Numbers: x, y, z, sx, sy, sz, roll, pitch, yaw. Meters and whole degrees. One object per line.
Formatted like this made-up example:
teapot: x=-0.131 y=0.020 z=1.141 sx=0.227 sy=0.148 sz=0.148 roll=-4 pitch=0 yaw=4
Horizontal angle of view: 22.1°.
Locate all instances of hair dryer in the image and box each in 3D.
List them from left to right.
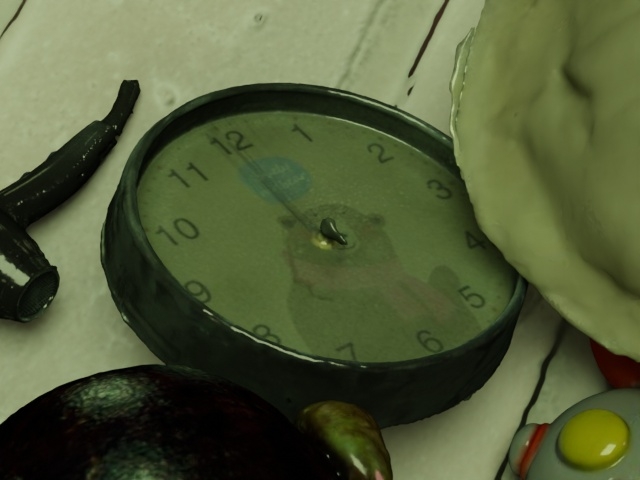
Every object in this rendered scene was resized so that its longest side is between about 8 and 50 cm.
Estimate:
hair dryer: x=-0.211 y=-0.054 z=1.144 sx=0.195 sy=0.075 sz=0.219 roll=33 pitch=57 yaw=23

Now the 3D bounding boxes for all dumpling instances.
dumpling: x=0.227 y=-0.108 z=1.014 sx=0.315 sy=0.233 sz=0.395 roll=1 pitch=79 yaw=21

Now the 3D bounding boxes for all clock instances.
clock: x=0.000 y=0.000 z=1.062 sx=0.280 sy=0.055 sz=0.281 roll=10 pitch=42 yaw=-9

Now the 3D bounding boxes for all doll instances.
doll: x=0.228 y=0.110 z=1.046 sx=0.199 sy=0.105 sz=0.336 roll=26 pitch=64 yaw=25

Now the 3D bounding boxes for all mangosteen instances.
mangosteen: x=-0.074 y=0.200 z=0.906 sx=0.288 sy=0.288 sz=0.288 roll=1 pitch=64 yaw=-2
